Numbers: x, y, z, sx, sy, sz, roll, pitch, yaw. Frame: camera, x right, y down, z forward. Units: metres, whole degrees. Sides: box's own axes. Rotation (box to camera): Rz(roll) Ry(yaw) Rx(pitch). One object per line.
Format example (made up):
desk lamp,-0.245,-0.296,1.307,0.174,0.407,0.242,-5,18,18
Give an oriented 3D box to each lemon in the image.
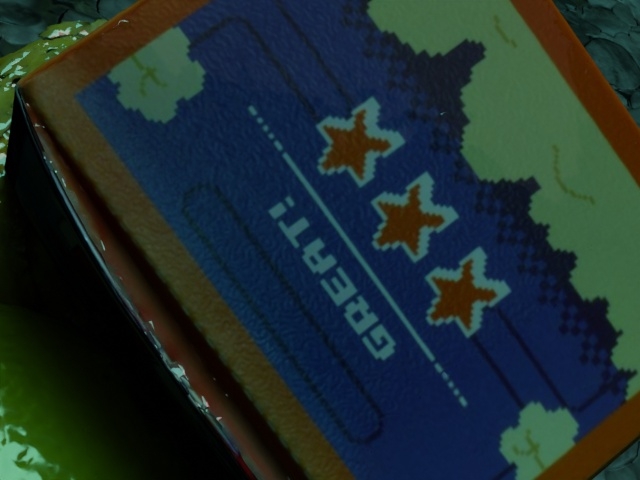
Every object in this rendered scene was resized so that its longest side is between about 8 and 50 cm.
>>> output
lemon,-0.181,0.153,0.776,0.253,0.228,0.228,23,36,17

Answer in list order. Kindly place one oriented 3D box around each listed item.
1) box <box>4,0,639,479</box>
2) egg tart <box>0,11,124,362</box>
box,0.000,0.000,0.808,0.257,0.349,0.318,-35,97,-13
egg tart,-0.158,-0.030,1.045,0.297,0.132,0.297,4,83,-33
